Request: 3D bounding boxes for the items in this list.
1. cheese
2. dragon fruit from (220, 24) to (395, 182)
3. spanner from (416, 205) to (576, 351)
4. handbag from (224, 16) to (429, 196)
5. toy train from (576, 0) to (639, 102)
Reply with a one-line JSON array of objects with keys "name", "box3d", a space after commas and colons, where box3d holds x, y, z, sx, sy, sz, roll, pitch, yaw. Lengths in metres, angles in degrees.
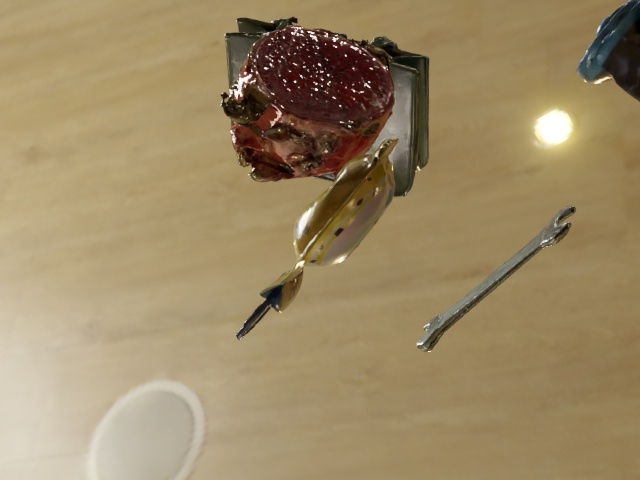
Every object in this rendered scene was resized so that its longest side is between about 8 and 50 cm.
[{"name": "cheese", "box3d": [0.000, 0.000, 1.269, 0.064, 0.156, 0.250, 41, -72, 3]}, {"name": "dragon fruit", "box3d": [-0.030, -0.169, 1.673, 0.282, 0.147, 0.211, -26, -118, -36]}, {"name": "spanner", "box3d": [0.236, 0.053, 1.749, 0.302, 0.017, 0.071, -44, -165, 30]}, {"name": "handbag", "box3d": [0.011, -0.211, 1.982, 0.326, 0.239, 0.089, 16, -140, 22]}, {"name": "toy train", "box3d": [0.407, -0.223, 1.260, 0.188, 0.300, 0.265, 43, -58, 12]}]
